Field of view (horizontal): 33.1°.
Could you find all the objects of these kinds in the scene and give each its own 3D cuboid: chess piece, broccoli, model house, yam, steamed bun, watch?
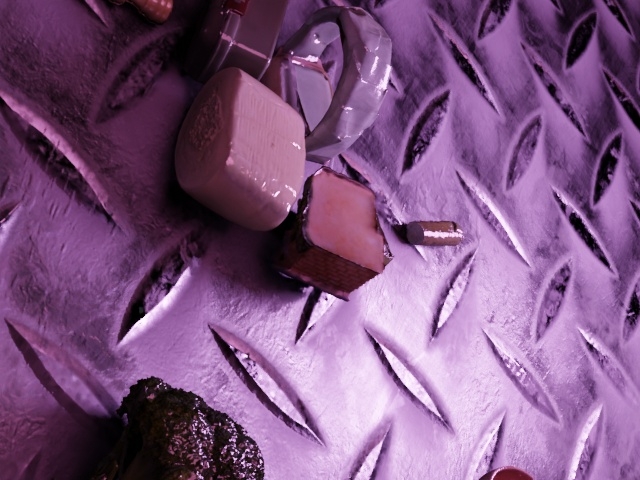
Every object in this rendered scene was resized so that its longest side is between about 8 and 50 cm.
[{"bbox_3d":[-0.325,-0.409,1.760,0.172,0.060,0.060,17,63,-37],"label":"chess piece"},{"bbox_3d":[-0.214,0.331,1.445,0.284,0.321,0.303,-22,80,-16],"label":"broccoli"},{"bbox_3d":[0.000,0.000,1.854,0.167,0.172,0.182,23,49,-22],"label":"model house"},{"bbox_3d":[0.230,-0.014,2.154,0.132,0.054,0.054,0,74,-43],"label":"yam"},{"bbox_3d":[-0.132,-0.140,1.772,0.200,0.155,0.250,32,53,-36],"label":"steamed bun"},{"bbox_3d":[0.023,-0.283,1.916,0.162,0.241,0.253,9,69,-44],"label":"watch"}]

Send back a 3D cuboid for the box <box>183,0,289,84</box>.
[{"bbox_3d":[-0.141,-0.362,1.845,0.129,0.148,0.210,23,57,-14],"label":"box"}]

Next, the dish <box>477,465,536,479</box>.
[{"bbox_3d":[0.338,0.530,2.024,0.213,0.090,0.213,20,61,-41],"label":"dish"}]

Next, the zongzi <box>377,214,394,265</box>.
[{"bbox_3d":[0.057,-0.012,1.986,0.131,0.062,0.154,-14,78,-34],"label":"zongzi"}]
